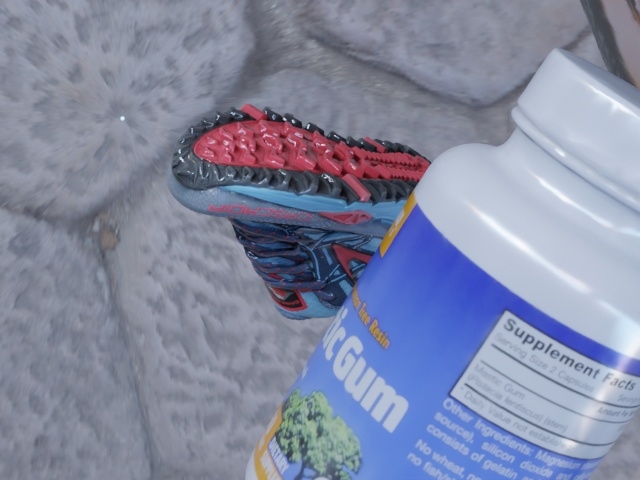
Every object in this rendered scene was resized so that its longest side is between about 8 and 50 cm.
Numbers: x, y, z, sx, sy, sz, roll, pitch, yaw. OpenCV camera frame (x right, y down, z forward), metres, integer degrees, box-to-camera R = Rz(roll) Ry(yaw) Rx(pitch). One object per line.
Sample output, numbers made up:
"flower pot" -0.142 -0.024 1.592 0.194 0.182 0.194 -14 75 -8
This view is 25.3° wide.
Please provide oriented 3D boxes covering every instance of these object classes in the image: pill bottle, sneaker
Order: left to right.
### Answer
"sneaker" 0.000 0.000 0.896 0.262 0.104 0.125 10 113 -48
"pill bottle" 0.089 0.048 0.709 0.152 0.152 0.272 28 106 -9

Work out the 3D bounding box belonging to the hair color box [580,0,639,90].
"hair color box" 0.283 -0.140 0.887 0.113 0.374 0.185 -26 106 -4
